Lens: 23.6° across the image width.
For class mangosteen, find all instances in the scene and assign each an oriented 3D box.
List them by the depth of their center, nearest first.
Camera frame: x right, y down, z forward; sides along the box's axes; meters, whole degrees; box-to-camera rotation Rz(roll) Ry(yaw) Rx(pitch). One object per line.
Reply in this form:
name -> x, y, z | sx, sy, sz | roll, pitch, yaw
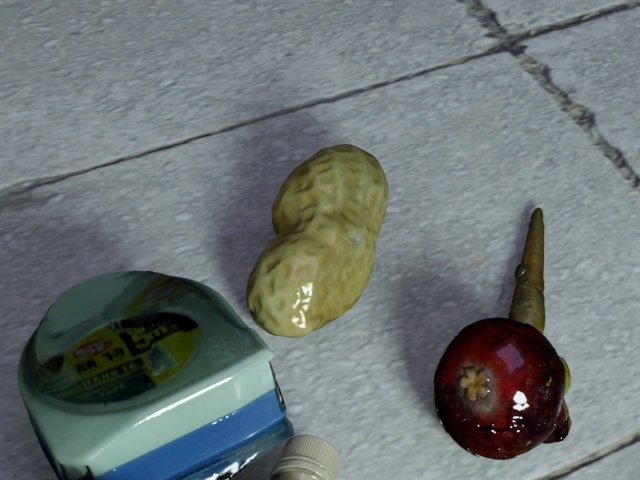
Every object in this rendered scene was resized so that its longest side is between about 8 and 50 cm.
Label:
mangosteen -> 0.222, 0.174, 1.800 | 0.180, 0.166, 0.166 | 2, 42, -46

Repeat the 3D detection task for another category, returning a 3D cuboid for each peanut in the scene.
peanut -> 0.000, 0.000, 1.927 | 0.147, 0.147, 0.306 | 14, 51, 1

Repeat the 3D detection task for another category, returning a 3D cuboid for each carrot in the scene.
carrot -> 0.277, 0.041, 2.001 | 0.049, 0.049, 0.254 | 14, 43, 1

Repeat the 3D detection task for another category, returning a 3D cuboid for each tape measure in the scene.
tape measure -> -0.198, 0.154, 1.697 | 0.259, 0.138, 0.262 | -24, 45, -17

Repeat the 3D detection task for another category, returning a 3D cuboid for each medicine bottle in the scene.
medicine bottle -> -0.040, 0.322, 1.631 | 0.114, 0.114, 0.252 | 17, 45, 4

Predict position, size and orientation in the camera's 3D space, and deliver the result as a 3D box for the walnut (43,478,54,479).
walnut -> -0.231, 0.338, 1.526 | 0.245, 0.198, 0.198 | 23, 47, -3
